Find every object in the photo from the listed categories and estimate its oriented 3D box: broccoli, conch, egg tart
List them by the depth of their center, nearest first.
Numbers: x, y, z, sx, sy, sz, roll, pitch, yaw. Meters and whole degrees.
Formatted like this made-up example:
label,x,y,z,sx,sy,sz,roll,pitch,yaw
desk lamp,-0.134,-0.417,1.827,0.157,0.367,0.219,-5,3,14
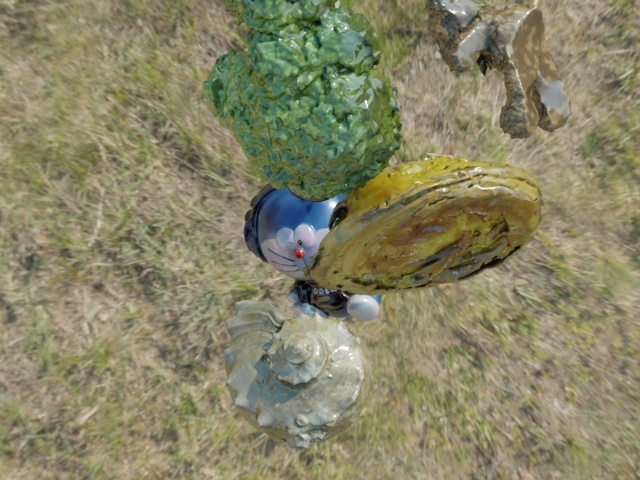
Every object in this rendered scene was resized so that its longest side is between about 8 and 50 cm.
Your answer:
label,x,y,z,sx,sy,sz,roll,pitch,yaw
broccoli,-0.034,-0.187,0.821,0.186,0.254,0.302,-19,89,16
egg tart,0.112,-0.025,1.016,0.297,0.297,0.132,-20,67,5
conch,-0.066,0.251,1.521,0.297,0.352,0.210,36,52,20

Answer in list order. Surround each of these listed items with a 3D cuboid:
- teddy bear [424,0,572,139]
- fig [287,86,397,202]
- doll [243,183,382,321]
label,x,y,z,sx,sy,sz,roll,pitch,yaw
teddy bear,0.316,-0.331,1.629,0.222,0.246,0.296,-5,97,44
fig,0.038,-0.169,1.455,0.245,0.149,0.149,-32,87,-7
doll,0.000,0.000,1.720,0.284,0.240,0.310,-18,123,24
